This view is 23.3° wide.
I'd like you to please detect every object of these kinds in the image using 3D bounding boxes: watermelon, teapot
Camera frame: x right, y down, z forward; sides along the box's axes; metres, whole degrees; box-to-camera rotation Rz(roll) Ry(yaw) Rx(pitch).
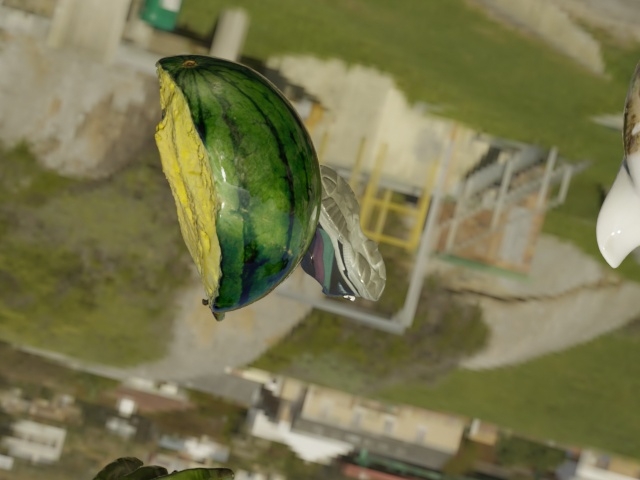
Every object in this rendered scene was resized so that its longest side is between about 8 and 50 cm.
[{"bbox_3d":[-0.064,-0.047,1.291,0.127,0.232,0.204,-14,-169,-12],"label":"watermelon"},{"bbox_3d":[0.353,-0.104,1.460,0.139,0.298,0.204,-7,135,43],"label":"teapot"}]

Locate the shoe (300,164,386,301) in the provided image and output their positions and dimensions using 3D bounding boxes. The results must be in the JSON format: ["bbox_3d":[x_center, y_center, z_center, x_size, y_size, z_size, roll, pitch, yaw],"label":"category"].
[{"bbox_3d":[0.000,0.000,1.715,0.099,0.169,0.071,-15,-157,32],"label":"shoe"}]

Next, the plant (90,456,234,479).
[{"bbox_3d":[-0.171,0.239,1.227,0.180,0.251,0.333,-16,143,10],"label":"plant"}]
